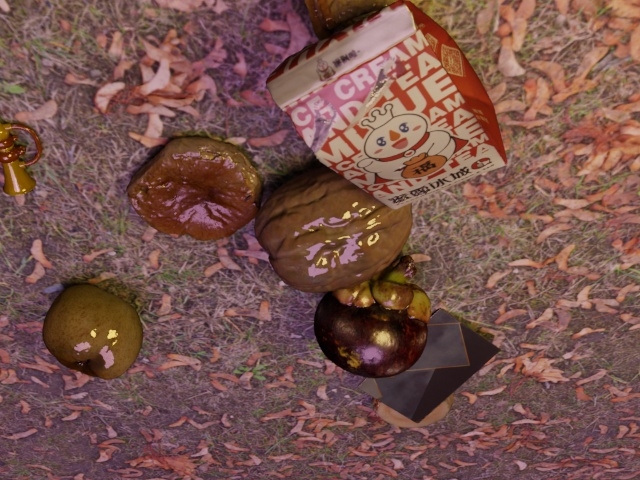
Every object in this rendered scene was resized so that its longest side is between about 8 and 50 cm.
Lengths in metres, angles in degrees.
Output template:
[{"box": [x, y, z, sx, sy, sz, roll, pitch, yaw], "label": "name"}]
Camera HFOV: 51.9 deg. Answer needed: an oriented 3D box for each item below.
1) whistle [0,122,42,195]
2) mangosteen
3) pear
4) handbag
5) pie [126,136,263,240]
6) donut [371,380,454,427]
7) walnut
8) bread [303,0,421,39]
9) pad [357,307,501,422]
[{"box": [-0.420, -0.115, 0.908, 0.057, 0.046, 0.109, 13, 131, 7], "label": "whistle"}, {"box": [0.093, 0.117, 1.082, 0.192, 0.192, 0.217, 16, 103, -18], "label": "mangosteen"}, {"box": [-0.392, 0.159, 1.132, 0.167, 0.136, 0.167, 13, 150, 7], "label": "pear"}, {"box": [0.081, -0.158, 0.723, 0.171, 0.151, 0.298, -22, 157, 22], "label": "handbag"}, {"box": [-0.176, -0.068, 0.958, 0.195, 0.046, 0.195, -1, 138, -1], "label": "pie"}, {"box": [0.191, 0.325, 1.373, 0.175, 0.068, 0.174, 1, 136, 1], "label": "donut"}, {"box": [0.026, -0.020, 0.929, 0.231, 0.178, 0.178, -25, 133, 11], "label": "walnut"}, {"box": [0.037, -0.298, 0.679, 0.147, 0.127, 0.152, -17, 118, 17], "label": "bread"}, {"box": [0.208, 0.248, 1.270, 0.164, 0.004, 0.243, 34, 114, -17], "label": "pad"}]
